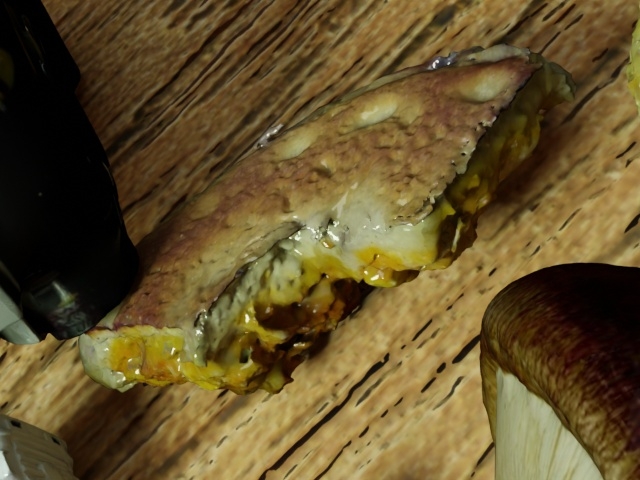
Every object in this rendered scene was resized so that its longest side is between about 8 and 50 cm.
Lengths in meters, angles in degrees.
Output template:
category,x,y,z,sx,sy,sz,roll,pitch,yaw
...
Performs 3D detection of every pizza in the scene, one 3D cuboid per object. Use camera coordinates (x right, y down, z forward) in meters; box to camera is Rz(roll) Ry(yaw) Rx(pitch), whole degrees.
category,x,y,z,sx,sy,sz,roll,pitch,yaw
pizza,0.000,0.000,0.706,0.305,0.085,0.161,-30,31,13

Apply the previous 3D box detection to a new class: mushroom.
category,x,y,z,sx,sy,sz,roll,pitch,yaw
mushroom,0.137,0.105,0.484,0.138,0.194,0.231,-7,55,-17

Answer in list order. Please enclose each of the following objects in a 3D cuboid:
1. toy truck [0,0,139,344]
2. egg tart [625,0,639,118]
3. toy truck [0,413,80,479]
category,x,y,z,sx,sy,sz,roll,pitch,yaw
toy truck,-0.257,-0.054,0.774,0.254,0.181,0.405,-31,32,2
egg tart,0.247,-0.094,0.616,0.212,0.090,0.213,-17,53,23
toy truck,-0.231,0.202,0.701,0.253,0.114,0.124,-36,62,5
